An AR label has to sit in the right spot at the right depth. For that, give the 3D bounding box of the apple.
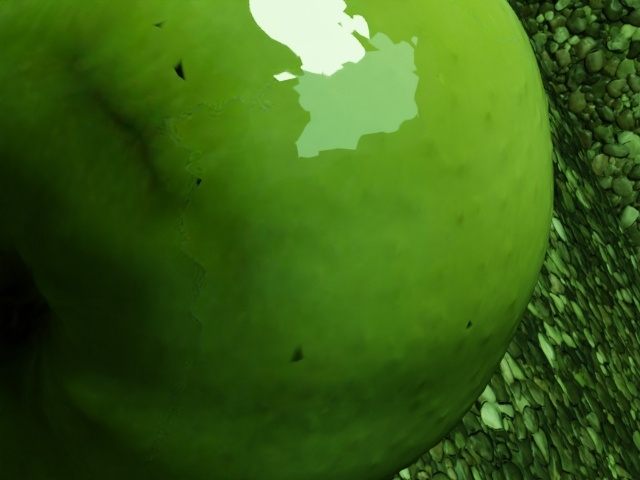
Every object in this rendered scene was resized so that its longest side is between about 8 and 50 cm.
[{"bbox_3d":[-0.070,-0.027,0.758,0.473,0.474,0.473,39,34,-33],"label":"apple"}]
